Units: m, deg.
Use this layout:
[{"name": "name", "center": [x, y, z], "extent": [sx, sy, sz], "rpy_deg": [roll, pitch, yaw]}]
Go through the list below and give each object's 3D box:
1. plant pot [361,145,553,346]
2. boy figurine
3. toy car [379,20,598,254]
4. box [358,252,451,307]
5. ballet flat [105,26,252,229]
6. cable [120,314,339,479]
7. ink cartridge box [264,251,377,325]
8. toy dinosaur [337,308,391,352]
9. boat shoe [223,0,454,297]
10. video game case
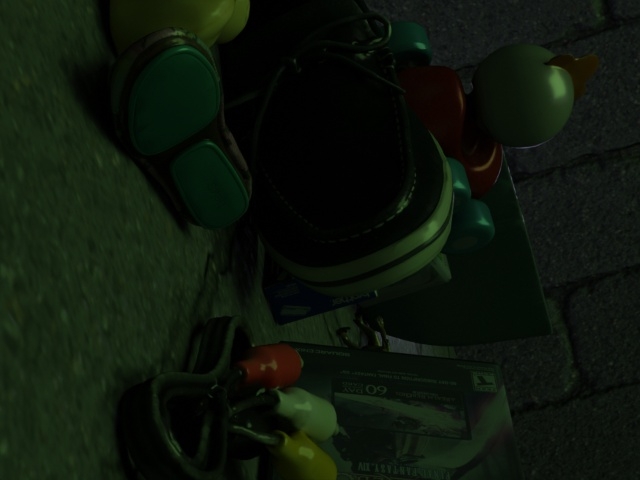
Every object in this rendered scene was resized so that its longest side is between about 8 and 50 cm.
[{"name": "plant pot", "center": [0.160, 0.003, 1.740], "extent": [0.248, 0.252, 0.247], "rpy_deg": [66, 11, -45]}, {"name": "boy figurine", "center": [-0.104, -0.216, 0.939], "extent": [0.285, 0.092, 0.177], "rpy_deg": [-96, 168, -46]}, {"name": "toy car", "center": [0.198, -0.138, 1.371], "extent": [0.210, 0.237, 0.219], "rpy_deg": [46, 29, -59]}, {"name": "box", "center": [0.041, -0.086, 1.452], "extent": [0.231, 0.126, 0.262], "rpy_deg": [39, 35, -61]}, {"name": "ballet flat", "center": [-0.099, -0.084, 0.830], "extent": [0.079, 0.076, 0.221], "rpy_deg": [58, -5, 27]}, {"name": "cable", "center": [-0.050, 0.094, 0.779], "extent": [0.287, 0.072, 0.140], "rpy_deg": [47, 23, -72]}, {"name": "ink cartridge box", "center": [0.000, 0.000, 1.208], "extent": [0.207, 0.097, 0.046], "rpy_deg": [-89, 160, -62]}, {"name": "toy dinosaur", "center": [0.059, 0.136, 1.496], "extent": [0.093, 0.053, 0.183], "rpy_deg": [62, -21, -12]}, {"name": "boat shoe", "center": [-0.007, -0.133, 1.164], "extent": [0.500, 0.186, 0.156], "rpy_deg": [-104, 168, -51]}, {"name": "video game case", "center": [0.058, 0.165, 0.966], "extent": [0.274, 0.196, 0.026], "rpy_deg": [-89, -175, -65]}]
